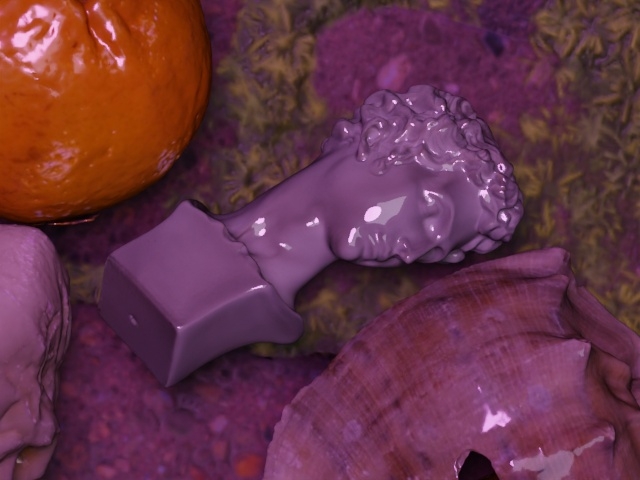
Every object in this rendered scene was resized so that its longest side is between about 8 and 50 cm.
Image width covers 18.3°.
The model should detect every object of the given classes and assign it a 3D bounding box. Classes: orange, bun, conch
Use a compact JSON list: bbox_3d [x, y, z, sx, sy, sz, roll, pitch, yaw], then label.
[{"bbox_3d":[-0.171,-0.119,1.220,0.219,0.193,0.219,23,57,-41],"label":"orange"},{"bbox_3d":[-0.227,0.095,1.209,0.133,0.231,0.231,40,81,-27],"label":"bun"},{"bbox_3d":[0.128,0.139,1.280,0.324,0.186,0.263,-10,83,-19],"label":"conch"}]

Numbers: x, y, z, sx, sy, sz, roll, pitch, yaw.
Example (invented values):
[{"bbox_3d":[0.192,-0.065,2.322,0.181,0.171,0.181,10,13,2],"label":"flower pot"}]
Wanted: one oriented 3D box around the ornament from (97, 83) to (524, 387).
[{"bbox_3d":[-0.011,-0.007,1.291,0.285,0.120,0.130,-23,66,-12],"label":"ornament"}]
